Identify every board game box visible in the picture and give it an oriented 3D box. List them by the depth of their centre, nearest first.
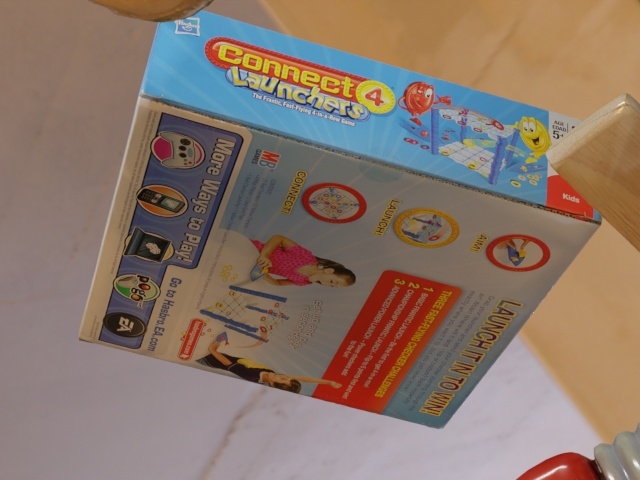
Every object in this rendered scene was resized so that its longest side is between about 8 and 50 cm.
[{"bbox_3d":[0.000,0.000,0.971,0.302,0.086,0.308,15,-36,-9],"label":"board game box"}]

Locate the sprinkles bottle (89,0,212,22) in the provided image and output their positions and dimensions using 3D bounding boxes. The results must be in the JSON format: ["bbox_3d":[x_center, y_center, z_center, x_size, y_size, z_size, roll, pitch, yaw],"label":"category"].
[{"bbox_3d":[-0.019,-0.265,0.687,0.355,0.121,0.121,-59,-15,-33],"label":"sprinkles bottle"}]

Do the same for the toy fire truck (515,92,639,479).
[{"bbox_3d":[0.152,0.087,0.571,0.217,0.246,0.158,-31,-23,11],"label":"toy fire truck"}]
